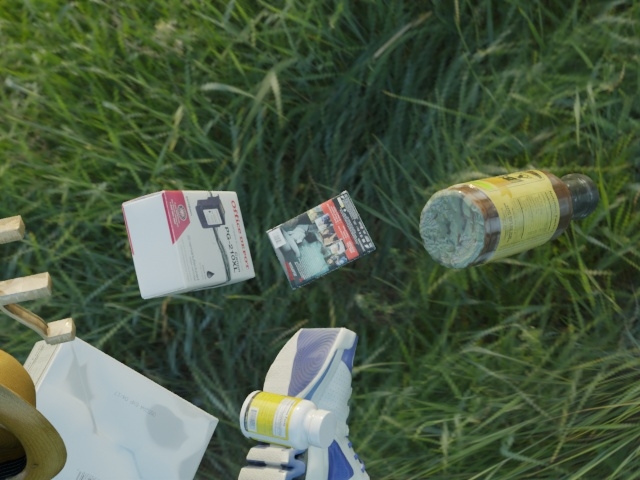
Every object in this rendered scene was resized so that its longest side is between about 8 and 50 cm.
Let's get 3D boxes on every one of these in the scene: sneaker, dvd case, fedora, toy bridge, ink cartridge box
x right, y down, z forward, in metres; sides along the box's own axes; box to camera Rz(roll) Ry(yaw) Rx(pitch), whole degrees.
[{"bbox_3d":[-0.003,0.303,1.487,0.127,0.182,0.316,-2,62,47],"label":"sneaker"},{"bbox_3d":[0.000,0.000,1.241,0.119,0.013,0.087,-27,73,2],"label":"dvd case"},{"bbox_3d":[-0.303,0.142,0.818,0.194,0.194,0.079,-16,41,18],"label":"fedora"},{"bbox_3d":[-0.326,0.053,1.050,0.063,0.188,0.026,-12,44,-1],"label":"toy bridge"},{"bbox_3d":[-0.231,0.003,1.718,0.100,0.237,0.172,-15,86,26],"label":"ink cartridge box"}]

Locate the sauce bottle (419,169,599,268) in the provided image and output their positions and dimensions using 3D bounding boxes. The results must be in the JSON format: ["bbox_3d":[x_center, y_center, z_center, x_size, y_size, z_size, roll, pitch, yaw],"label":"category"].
[{"bbox_3d":[0.274,-0.039,1.324,0.111,0.344,0.111,9,104,40],"label":"sauce bottle"}]

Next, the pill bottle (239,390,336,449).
[{"bbox_3d":[-0.041,0.235,1.242,0.116,0.065,0.065,7,84,30],"label":"pill bottle"}]

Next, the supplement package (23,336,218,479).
[{"bbox_3d":[-0.318,0.288,1.356,0.145,0.262,0.204,-18,42,55],"label":"supplement package"}]
